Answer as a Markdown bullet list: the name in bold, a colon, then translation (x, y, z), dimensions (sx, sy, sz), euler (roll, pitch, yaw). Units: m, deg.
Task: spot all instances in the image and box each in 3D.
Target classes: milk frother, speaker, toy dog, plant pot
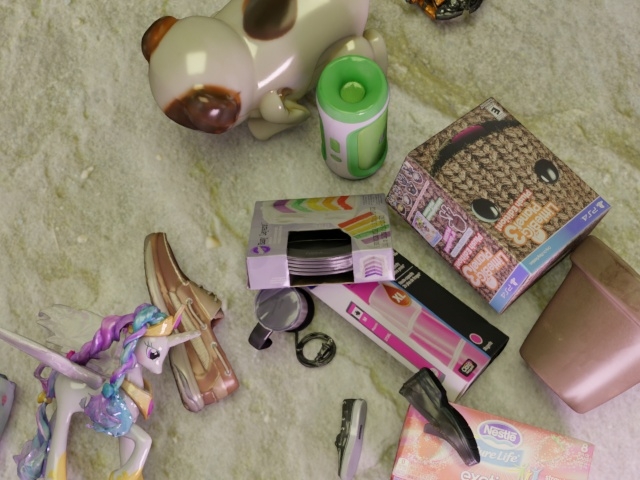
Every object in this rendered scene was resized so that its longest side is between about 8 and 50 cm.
- **milk frother**: translation (-0.040, 0.147, 1.757), dimensions (0.143, 0.135, 0.129), euler (18, 88, 10)
- **speaker**: translation (0.058, -0.207, 1.781), dimensions (0.131, 0.296, 0.131), euler (-1, 72, 3)
- **toy dog**: translation (-0.103, -0.326, 1.791), dimensions (0.408, 0.395, 0.284), euler (-30, 82, -16)
- **plant pot**: translation (0.460, 0.159, 1.687), dimensions (0.229, 0.263, 0.263), euler (-45, 75, 7)

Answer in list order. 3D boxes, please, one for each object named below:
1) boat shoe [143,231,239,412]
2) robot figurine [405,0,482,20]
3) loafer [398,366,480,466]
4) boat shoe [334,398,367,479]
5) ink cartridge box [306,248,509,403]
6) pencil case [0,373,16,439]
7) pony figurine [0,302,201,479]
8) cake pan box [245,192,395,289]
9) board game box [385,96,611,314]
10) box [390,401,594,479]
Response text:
- **boat shoe**: translation (-0.228, 0.134, 1.790), dimensions (0.116, 0.123, 0.324), euler (-17, 79, -10)
- **robot figurine**: translation (0.275, -0.545, 1.991), dimensions (0.291, 0.085, 0.211), euler (-39, 74, -10)
- **loafer**: translation (0.187, 0.283, 1.592), dimensions (0.061, 0.062, 0.170), euler (-37, 67, 12)
- **boat shoe**: translation (0.047, 0.339, 1.743), dimensions (0.040, 0.049, 0.142), euler (4, 70, 24)
- **ink cartridge box**: translation (0.132, 0.110, 1.752), dimensions (0.371, 0.069, 0.176), euler (36, 37, 15)
- **pencil case**: translation (-0.614, 0.348, 1.736), dimensions (0.124, 0.113, 0.273), euler (8, 72, 15)
- **pony figurine**: translation (-0.389, 0.240, 1.690), dimensions (0.351, 0.303, 0.363), euler (16, 97, 15)
- **cake pan box**: translation (0.000, 0.000, 1.754), dimensions (0.245, 0.267, 0.070), euler (-5, 114, 4)
- **board game box**: translation (0.304, -0.065, 1.770), dimensions (0.232, 0.141, 0.291), euler (-36, 73, -30)
- **box**: translation (0.273, 0.365, 1.663), dimensions (0.300, 0.154, 0.142), euler (15, 74, 9)
